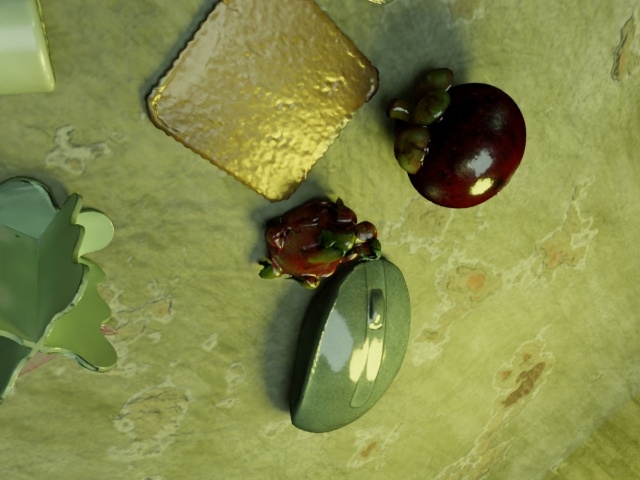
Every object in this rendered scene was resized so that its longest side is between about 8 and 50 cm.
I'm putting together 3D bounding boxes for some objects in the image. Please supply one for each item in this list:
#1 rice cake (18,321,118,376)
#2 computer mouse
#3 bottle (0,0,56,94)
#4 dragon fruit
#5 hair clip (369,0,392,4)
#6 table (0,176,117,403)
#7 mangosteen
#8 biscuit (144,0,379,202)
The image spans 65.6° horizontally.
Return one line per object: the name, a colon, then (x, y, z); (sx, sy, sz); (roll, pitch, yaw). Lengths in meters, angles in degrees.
rice cake: (-0.401, 0.166, 0.630); (0.290, 0.051, 0.081); (-29, 129, -9)
computer mouse: (0.055, 0.208, 0.868); (0.203, 0.114, 0.374); (0, 119, -28)
bottle: (-0.358, -0.165, 0.402); (0.245, 0.104, 0.104); (-12, 125, -22)
dragon fruit: (0.000, 0.000, 0.715); (0.138, 0.175, 0.142); (17, 81, -46)
hair clip: (0.076, -0.348, 0.572); (0.054, 0.022, 0.137); (-5, 119, -26)
table: (-0.293, 0.050, 0.515); (0.166, 0.198, 0.167); (-14, 126, -20)
mangosteen: (0.180, -0.141, 0.683); (0.199, 0.200, 0.200); (-14, 126, -20)
biscuit: (-0.060, -0.180, 0.614); (0.237, 0.013, 0.232); (33, 102, -40)
